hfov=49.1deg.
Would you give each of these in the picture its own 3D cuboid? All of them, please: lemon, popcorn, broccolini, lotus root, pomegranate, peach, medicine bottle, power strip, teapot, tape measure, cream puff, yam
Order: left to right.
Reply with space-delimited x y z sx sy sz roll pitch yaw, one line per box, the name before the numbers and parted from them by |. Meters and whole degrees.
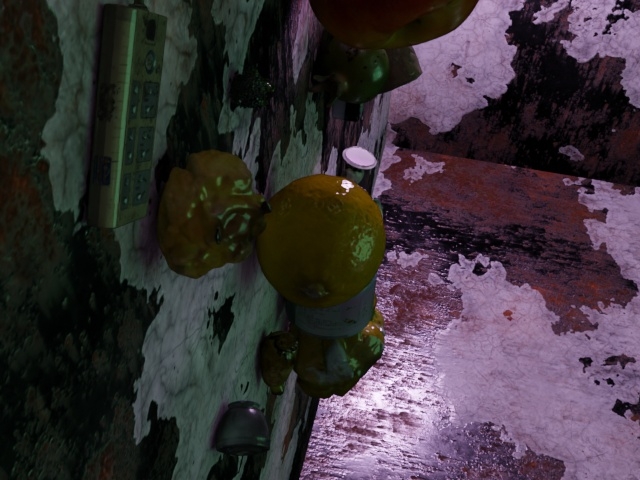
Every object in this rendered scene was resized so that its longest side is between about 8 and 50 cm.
power strip | -0.195 -0.141 0.711 0.092 0.035 0.267 -45 145 -75
popcorn | -0.142 -0.032 0.899 0.148 0.152 0.167 12 90 -55
teapot | -0.155 0.389 1.450 0.149 0.111 0.108 73 15 -62
broccolini | -0.096 -0.254 1.173 0.216 0.058 0.067 -49 145 -76
lotus root | -0.109 0.306 1.732 0.108 0.095 0.190 -36 149 -47
lemon | 0.000 -0.001 1.432 0.293 0.293 0.292 11 90 -82
cream puff | 0.020 0.274 2.074 0.378 0.276 0.378 -53 -168 17
medicine bottle | 0.027 0.076 1.838 0.245 0.245 0.289 -69 164 -52
pomegranate | 0.065 -0.412 1.726 0.224 0.182 0.181 -44 151 -35
tape measure | 0.081 -0.432 2.001 0.181 0.107 0.181 4 96 -85
yam | 0.159 -0.520 1.868 0.161 0.161 0.267 -26 93 -80
peach | 0.141 -0.570 1.363 0.388 0.389 0.387 11 90 -82

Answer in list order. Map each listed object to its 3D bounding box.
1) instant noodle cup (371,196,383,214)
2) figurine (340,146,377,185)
instant noodle cup | 0.074 -0.061 1.995 0.168 0.185 0.168 -1 90 -65
figurine | 0.127 -0.248 2.561 0.132 0.132 0.153 -70 179 -50
